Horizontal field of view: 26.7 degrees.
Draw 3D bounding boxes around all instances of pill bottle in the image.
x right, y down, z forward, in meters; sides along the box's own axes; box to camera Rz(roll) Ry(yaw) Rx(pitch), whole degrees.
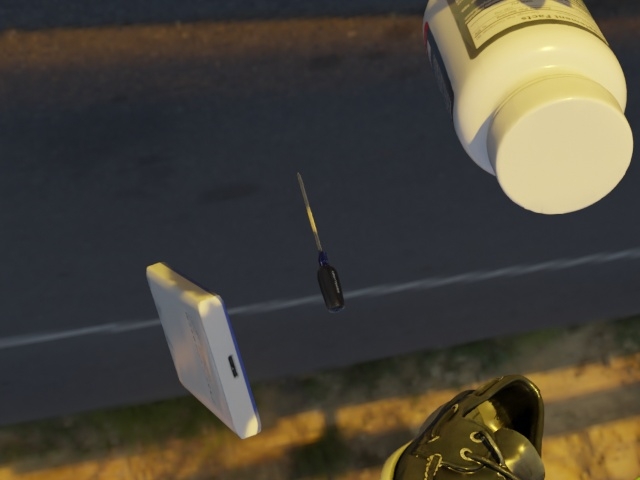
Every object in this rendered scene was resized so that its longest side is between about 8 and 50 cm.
[{"bbox_3d":[0.130,-0.099,0.841,0.108,0.180,0.108,-4,127,-5],"label":"pill bottle"}]

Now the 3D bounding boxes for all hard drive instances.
[{"bbox_3d":[-0.180,0.156,2.021,0.040,0.210,0.318,-20,-166,-17],"label":"hard drive"}]

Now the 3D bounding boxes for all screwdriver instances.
[{"bbox_3d":[0.000,0.000,1.495,0.025,0.170,0.024,-7,159,-11],"label":"screwdriver"}]

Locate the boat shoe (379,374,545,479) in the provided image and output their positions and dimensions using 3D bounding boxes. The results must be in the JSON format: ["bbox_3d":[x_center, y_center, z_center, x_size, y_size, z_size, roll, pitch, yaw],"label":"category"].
[{"bbox_3d":[0.145,0.204,1.185,0.113,0.127,0.340,-38,177,20],"label":"boat shoe"}]

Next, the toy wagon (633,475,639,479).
[{"bbox_3d":[0.411,0.352,1.382,0.068,0.267,0.344,-1,144,-51],"label":"toy wagon"}]
